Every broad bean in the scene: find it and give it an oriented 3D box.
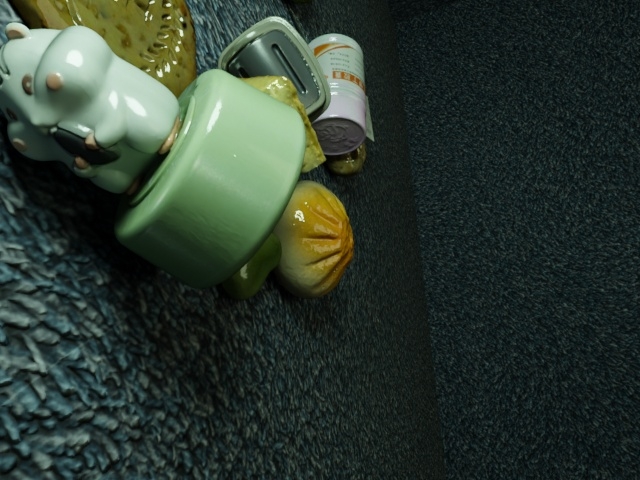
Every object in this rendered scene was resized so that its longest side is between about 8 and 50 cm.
[{"bbox_3d":[-0.136,0.035,0.826,0.174,0.082,0.125,-61,138,-58],"label":"broad bean"}]

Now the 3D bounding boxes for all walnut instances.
[{"bbox_3d":[0.083,-0.298,1.414,0.166,0.149,0.167,-3,96,-35],"label":"walnut"}]

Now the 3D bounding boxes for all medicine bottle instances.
[{"bbox_3d":[0.041,-0.450,1.287,0.202,0.202,0.316,38,47,-58],"label":"medicine bottle"}]

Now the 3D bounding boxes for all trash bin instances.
[{"bbox_3d":[-0.090,-0.335,0.880,0.209,0.182,0.290,54,11,-16],"label":"trash bin"}]

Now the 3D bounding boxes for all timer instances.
[{"bbox_3d":[-0.223,-0.125,0.513,0.315,0.290,0.291,30,51,-35],"label":"timer"}]

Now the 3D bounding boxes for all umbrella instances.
[{"bbox_3d":[-0.045,-0.666,1.382,0.269,0.044,0.044,54,6,-44],"label":"umbrella"}]

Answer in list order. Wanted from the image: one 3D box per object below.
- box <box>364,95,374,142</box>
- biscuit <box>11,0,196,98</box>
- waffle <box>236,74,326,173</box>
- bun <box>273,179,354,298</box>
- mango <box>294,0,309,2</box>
[{"bbox_3d":[0.113,-0.486,1.589,0.260,0.111,0.195,2,80,-69],"label":"box"},{"bbox_3d":[-0.310,-0.369,0.630,0.359,0.046,0.359,-11,90,-68],"label":"biscuit"},{"bbox_3d":[-0.122,-0.213,0.760,0.057,0.274,0.168,-46,131,-22],"label":"waffle"},{"bbox_3d":[0.000,0.000,1.021,0.299,0.164,0.299,0,90,-69],"label":"bun"},{"bbox_3d":[-0.064,-0.826,1.264,0.273,0.149,0.186,-33,110,-71],"label":"mango"}]
